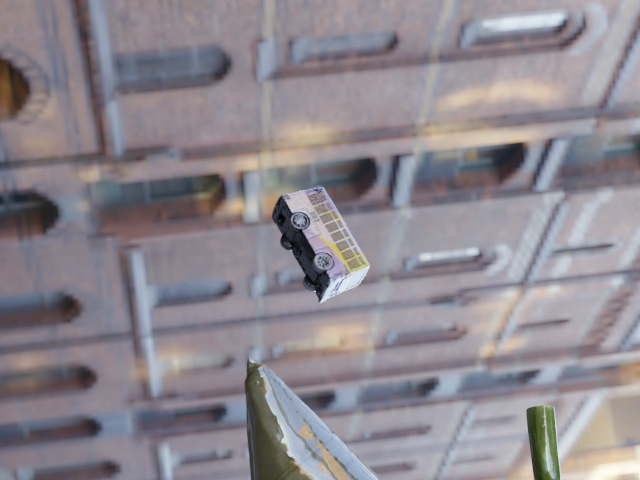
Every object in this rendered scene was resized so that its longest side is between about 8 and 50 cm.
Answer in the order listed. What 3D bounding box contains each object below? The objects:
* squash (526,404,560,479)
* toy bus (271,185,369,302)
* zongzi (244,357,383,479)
[{"bbox_3d":[0.211,0.199,1.458,0.027,0.027,0.083,100,-12,-69],"label":"squash"},{"bbox_3d":[0.000,0.000,1.477,0.102,0.058,0.052,60,-27,19],"label":"toy bus"},{"bbox_3d":[-0.031,0.275,0.966,0.317,0.289,0.154,46,-5,-8],"label":"zongzi"}]
